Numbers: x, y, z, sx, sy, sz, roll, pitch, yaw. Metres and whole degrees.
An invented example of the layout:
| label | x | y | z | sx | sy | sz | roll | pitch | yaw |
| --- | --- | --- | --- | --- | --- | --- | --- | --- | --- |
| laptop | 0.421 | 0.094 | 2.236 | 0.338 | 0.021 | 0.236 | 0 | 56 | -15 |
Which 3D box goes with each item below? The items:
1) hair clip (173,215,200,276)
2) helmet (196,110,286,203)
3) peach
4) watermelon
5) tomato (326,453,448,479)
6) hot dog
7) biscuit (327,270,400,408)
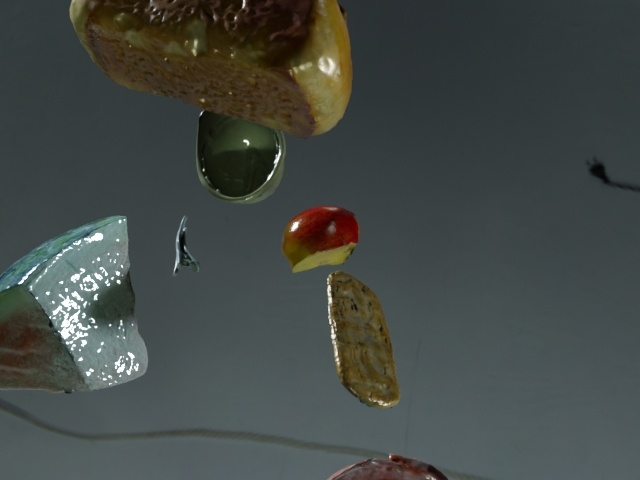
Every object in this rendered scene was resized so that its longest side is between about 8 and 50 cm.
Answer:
| label | x | y | z | sx | sy | sz | roll | pitch | yaw |
| --- | --- | --- | --- | --- | --- | --- | --- | --- | --- |
| hair clip | -0.213 | 0.010 | 1.298 | 0.039 | 0.030 | 0.115 | 16 | 40 | -23 |
| helmet | -0.159 | -0.179 | 1.791 | 0.204 | 0.137 | 0.258 | -14 | 68 | 12 |
| peach | -0.004 | -0.005 | 1.481 | 0.151 | 0.119 | 0.151 | -1 | 21 | 0 |
| watermelon | -0.382 | 0.136 | 1.246 | 0.258 | 0.387 | 0.228 | 40 | 26 | -4 |
| tomato | 0.048 | 0.335 | 0.851 | 0.199 | 0.112 | 0.228 | 39 | 71 | -4 |
| hot dog | -0.127 | -0.305 | 1.124 | 0.404 | 0.185 | 0.223 | 17 | 70 | 16 |
| biscuit | 0.061 | 0.139 | 1.185 | 0.029 | 0.118 | 0.247 | -40 | 35 | 26 |
